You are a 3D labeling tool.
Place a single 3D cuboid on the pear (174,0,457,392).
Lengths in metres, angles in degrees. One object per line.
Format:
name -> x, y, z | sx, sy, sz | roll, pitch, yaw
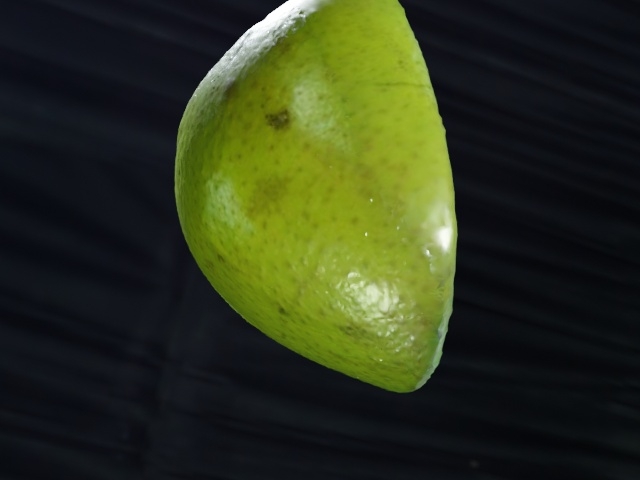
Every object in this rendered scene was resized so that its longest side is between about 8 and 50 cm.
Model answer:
pear -> -0.003, -0.002, 1.294 | 0.239, 0.139, 0.288 | 57, 146, 37
